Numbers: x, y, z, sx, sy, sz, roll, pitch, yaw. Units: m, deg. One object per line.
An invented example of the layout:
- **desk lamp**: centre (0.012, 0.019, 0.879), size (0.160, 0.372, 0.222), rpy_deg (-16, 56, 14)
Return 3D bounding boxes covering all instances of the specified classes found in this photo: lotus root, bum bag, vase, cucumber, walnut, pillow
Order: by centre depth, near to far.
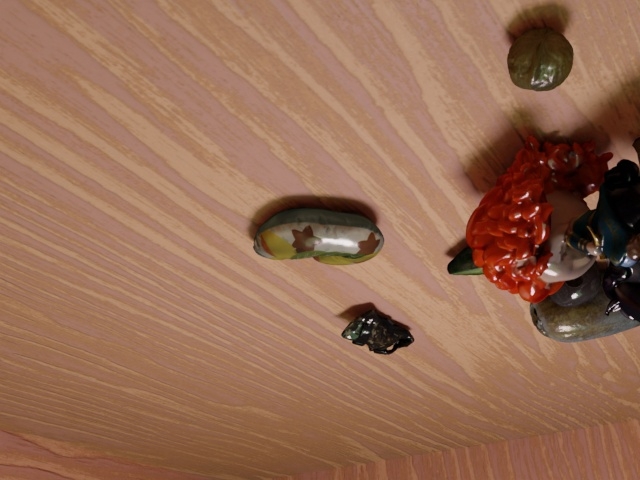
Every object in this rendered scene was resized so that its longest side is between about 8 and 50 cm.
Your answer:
- **walnut**: centre (0.286, -0.235, 1.171), size (0.092, 0.092, 0.092), rpy_deg (-3, 155, -1)
- **pillow**: centre (0.000, 0.000, 1.640), size (0.233, 0.086, 0.214), rpy_deg (4, 164, -22)
- **cucumber**: centre (0.339, 0.027, 1.725), size (0.115, 0.063, 0.244), rpy_deg (6, 166, -41)
- **vase**: centre (0.470, 0.058, 1.792), size (0.183, 0.120, 0.120), rpy_deg (26, 145, -19)
- **lotus root**: centre (0.607, 0.131, 1.920), size (0.322, 0.139, 0.158), rpy_deg (-10, 179, -6)
- **bum bag**: centre (0.133, 0.221, 2.124), size (0.102, 0.069, 0.248), rpy_deg (-15, 150, 26)

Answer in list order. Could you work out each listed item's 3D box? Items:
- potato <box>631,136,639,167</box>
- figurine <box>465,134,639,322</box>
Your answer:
- **potato**: centre (0.587, -0.043, 1.438), size (0.120, 0.100, 0.261), rpy_deg (-15, 114, 11)
- **figurine**: centre (0.425, -0.007, 1.406), size (0.412, 0.241, 0.306), rpy_deg (21, 152, 38)
